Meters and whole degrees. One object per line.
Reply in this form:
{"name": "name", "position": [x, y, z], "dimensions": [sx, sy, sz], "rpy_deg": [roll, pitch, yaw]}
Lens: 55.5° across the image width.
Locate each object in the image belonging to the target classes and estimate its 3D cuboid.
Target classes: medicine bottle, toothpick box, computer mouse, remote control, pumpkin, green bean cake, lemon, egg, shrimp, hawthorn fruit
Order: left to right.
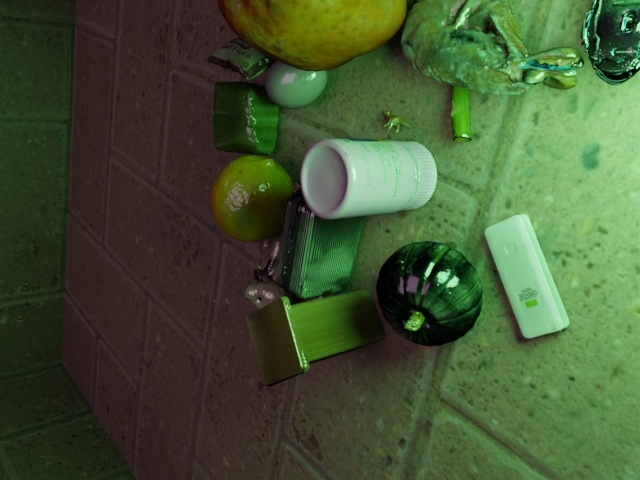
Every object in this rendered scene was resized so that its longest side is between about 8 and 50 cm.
{"name": "green bean cake", "position": [-0.234, -0.378, 1.893], "dimensions": [0.248, 0.125, 0.222], "rpy_deg": [23, 114, 48]}
{"name": "lemon", "position": [-0.200, -0.124, 1.802], "dimensions": [0.267, 0.267, 0.267], "rpy_deg": [10, 104, 48]}
{"name": "egg", "position": [-0.066, -0.438, 1.668], "dimensions": [0.199, 0.146, 0.146], "rpy_deg": [-8, 90, 39]}
{"name": "hawthorn fruit", "position": [-0.032, -0.621, 1.386], "dimensions": [0.472, 0.472, 0.471], "rpy_deg": [10, 104, 48]}
{"name": "toothpick box", "position": [-0.004, 0.237, 1.581], "dimensions": [0.187, 0.308, 0.190], "rpy_deg": [-35, 69, 46]}
{"name": "medicine bottle", "position": [0.114, -0.145, 1.395], "dimensions": [0.178, 0.291, 0.178], "rpy_deg": [11, 104, 47]}
{"name": "pumpkin", "position": [0.238, 0.129, 1.367], "dimensions": [0.250, 0.216, 0.250], "rpy_deg": [19, 136, 20]}
{"name": "shrimp", "position": [0.340, -0.409, 1.250], "dimensions": [0.446, 0.110, 0.221], "rpy_deg": [39, 108, 40]}
{"name": "remote control", "position": [0.427, 0.074, 1.268], "dimensions": [0.103, 0.034, 0.250], "rpy_deg": [-31, 72, 47]}
{"name": "computer mouse", "position": [0.532, -0.385, 1.040], "dimensions": [0.146, 0.078, 0.241], "rpy_deg": [19, 107, 46]}

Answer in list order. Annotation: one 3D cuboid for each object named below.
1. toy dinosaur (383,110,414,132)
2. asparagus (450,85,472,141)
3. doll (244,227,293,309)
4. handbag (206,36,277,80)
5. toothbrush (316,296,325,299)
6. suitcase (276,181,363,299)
{"name": "toy dinosaur", "position": [0.185, -0.285, 1.492], "dimensions": [0.041, 0.026, 0.113], "rpy_deg": [-57, 44, 17]}
{"name": "asparagus", "position": [0.308, -0.303, 1.343], "dimensions": [0.045, 0.041, 0.178], "rpy_deg": [-4, 77, 16]}
{"name": "doll", "position": [-0.160, 0.098, 1.883], "dimensions": [0.175, 0.149, 0.278], "rpy_deg": [122, 148, -78]}
{"name": "handbag", "position": [-0.183, -0.547, 1.730], "dimensions": [0.213, 0.235, 0.127], "rpy_deg": [31, 156, 45]}
{"name": "toothbrush", "position": [-0.013, 0.064, 1.784], "dimensions": [0.024, 0.021, 0.288], "rpy_deg": [-7, 91, 38]}
{"name": "suitcase", "position": [0.000, 0.000, 1.620], "dimensions": [0.128, 0.202, 0.312], "rpy_deg": [30, 117, 43]}
